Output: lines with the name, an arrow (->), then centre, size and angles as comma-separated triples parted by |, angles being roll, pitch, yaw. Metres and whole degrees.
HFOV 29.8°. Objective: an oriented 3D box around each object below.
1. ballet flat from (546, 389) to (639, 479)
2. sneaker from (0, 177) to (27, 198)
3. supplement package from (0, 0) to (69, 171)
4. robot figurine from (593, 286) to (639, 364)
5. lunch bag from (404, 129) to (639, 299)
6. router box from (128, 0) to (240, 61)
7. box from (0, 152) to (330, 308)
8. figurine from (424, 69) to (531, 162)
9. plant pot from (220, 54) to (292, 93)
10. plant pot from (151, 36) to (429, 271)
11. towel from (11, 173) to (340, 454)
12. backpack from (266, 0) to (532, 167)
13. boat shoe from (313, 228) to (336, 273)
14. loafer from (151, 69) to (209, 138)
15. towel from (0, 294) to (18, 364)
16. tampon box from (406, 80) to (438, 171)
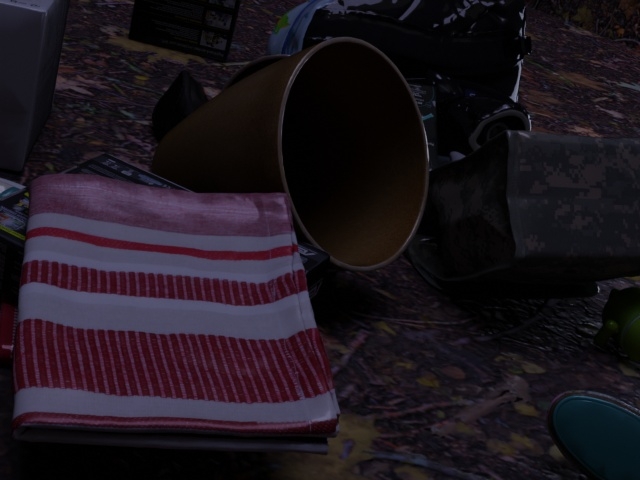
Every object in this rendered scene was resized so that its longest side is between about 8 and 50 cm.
ballet flat -> 0.301, 0.198, 1.055 | 0.222, 0.076, 0.079 | 25, 4, 12
sneaker -> -0.307, -0.022, 1.205 | 0.161, 0.057, 0.075 | 13, 15, -13
supplement package -> -0.425, -0.233, 1.459 | 0.199, 0.198, 0.262 | 11, 22, -8
robot figurine -> 0.357, 0.095, 1.338 | 0.101, 0.067, 0.115 | 3, 24, -14
lunch bag -> 0.249, -0.018, 1.393 | 0.235, 0.168, 0.287 | 1, -10, -21
router box -> -0.235, -0.398, 2.091 | 0.179, 0.133, 0.046 | 14, 22, -5
box -> -0.158, 0.020, 1.101 | 0.270, 0.060, 0.216 | 24, 29, 18
figurine -> 0.209, -0.112, 1.612 | 0.092, 0.214, 0.209 | -24, 30, -10
plant pot -> -0.053, -0.154, 1.555 | 0.167, 0.167, 0.165 | 13, 6, -5
plant pot -> -0.055, -0.081, 1.287 | 0.254, 0.237, 0.237 | -3, 5, 41
towel -> -0.121, 0.045, 0.966 | 0.237, 0.037, 0.329 | 4, 32, -13
backpack -> 0.097, -0.241, 1.758 | 0.356, 0.290, 0.273 | -5, 12, -38
boat shoe -> 0.000, 0.000, 1.382 | 0.040, 0.049, 0.142 | -17, 24, 16
loafer -> -0.173, -0.154, 1.623 | 0.078, 0.080, 0.220 | 31, 23, -27
towel -> -0.155, 0.073, 1.109 | 0.275, 0.031, 0.199 | 7, 24, -15
tampon box -> 0.079, -0.119, 1.555 | 0.121, 0.101, 0.161 | 10, 54, -11
